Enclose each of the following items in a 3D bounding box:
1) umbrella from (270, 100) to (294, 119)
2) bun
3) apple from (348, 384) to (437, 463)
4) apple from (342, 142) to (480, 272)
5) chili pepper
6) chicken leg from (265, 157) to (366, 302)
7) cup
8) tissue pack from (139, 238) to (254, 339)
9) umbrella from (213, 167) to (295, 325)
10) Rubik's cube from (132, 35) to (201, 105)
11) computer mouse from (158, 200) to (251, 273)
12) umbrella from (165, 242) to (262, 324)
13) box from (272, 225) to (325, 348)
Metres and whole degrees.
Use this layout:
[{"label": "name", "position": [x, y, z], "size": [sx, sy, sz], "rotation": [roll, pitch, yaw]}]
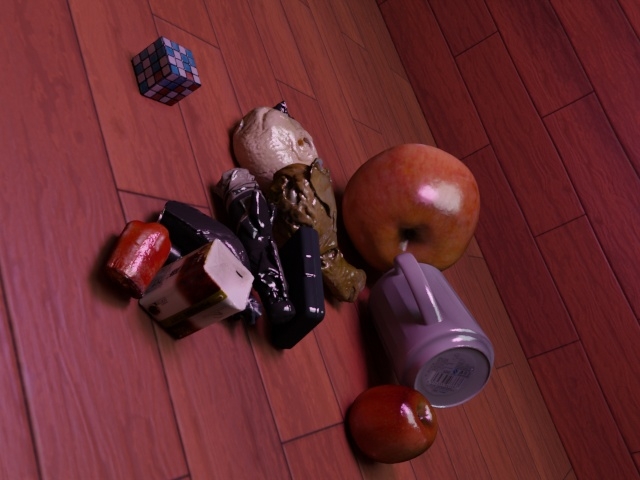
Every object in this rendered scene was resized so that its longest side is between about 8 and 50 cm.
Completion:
[{"label": "umbrella", "position": [-0.070, -0.269, 1.759], "size": [0.235, 0.059, 0.066], "rotation": [62, -17, -9]}, {"label": "bun", "position": [-0.099, -0.225, 1.563], "size": [0.244, 0.153, 0.243], "rotation": [47, 26, -31]}, {"label": "apple", "position": [0.160, 0.407, 1.422], "size": [0.181, 0.169, 0.180], "rotation": [33, 43, -37]}, {"label": "apple", "position": [0.255, -0.079, 1.811], "size": [0.391, 0.392, 0.346], "rotation": [48, 28, -27]}, {"label": "chili pepper", "position": [-0.292, 0.009, 1.057], "size": [0.084, 0.086, 0.192], "rotation": [25, 46, -9]}, {"label": "chicken leg", "position": [0.000, 0.000, 1.515], "size": [0.153, 0.201, 0.429], "rotation": [26, -27, 52]}, {"label": "cup", "position": [0.263, 0.204, 1.583], "size": [0.326, 0.237, 0.322], "rotation": [-112, -176, -58]}, {"label": "tissue pack", "position": [-0.207, 0.084, 1.069], "size": [0.106, 0.149, 0.099], "rotation": [50, 29, -25]}, {"label": "umbrella", "position": [-0.119, 0.005, 1.305], "size": [0.113, 0.106, 0.357], "rotation": [33, 30, -57]}, {"label": "Rubik's cube", "position": [-0.321, -0.352, 1.332], "size": [0.092, 0.092, 0.092], "rotation": [11, 57, -59]}, {"label": "computer mouse", "position": [-0.200, 0.001, 1.168], "size": [0.217, 0.073, 0.122], "rotation": [40, 7, 6]}, {"label": "umbrella", "position": [-0.206, 0.085, 1.174], "size": [0.224, 0.080, 0.071], "rotation": [43, 67, -29]}, {"label": "box", "position": [-0.052, 0.098, 1.338], "size": [0.050, 0.160, 0.230], "rotation": [17, 47, -26]}]
